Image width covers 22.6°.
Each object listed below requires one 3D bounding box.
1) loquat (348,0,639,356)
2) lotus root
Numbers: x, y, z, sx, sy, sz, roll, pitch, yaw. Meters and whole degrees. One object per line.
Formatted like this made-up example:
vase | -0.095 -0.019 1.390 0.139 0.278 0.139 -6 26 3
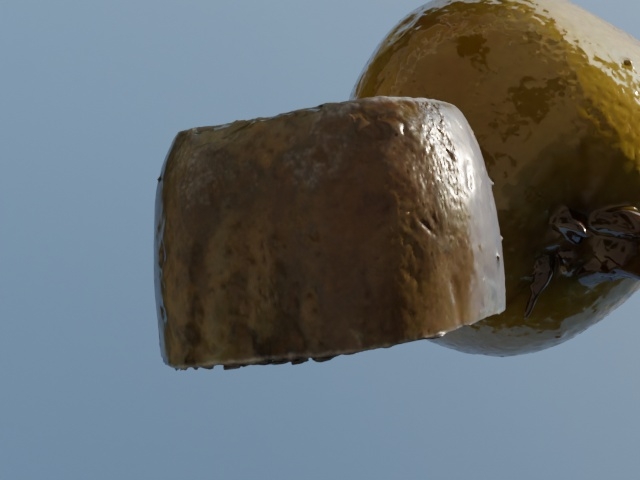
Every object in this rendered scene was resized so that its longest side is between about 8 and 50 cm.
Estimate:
loquat | 0.146 -0.047 1.159 0.275 0.275 0.275 -12 -112 30
lotus root | 0.001 0.000 0.545 0.122 0.112 0.081 -9 -94 25
